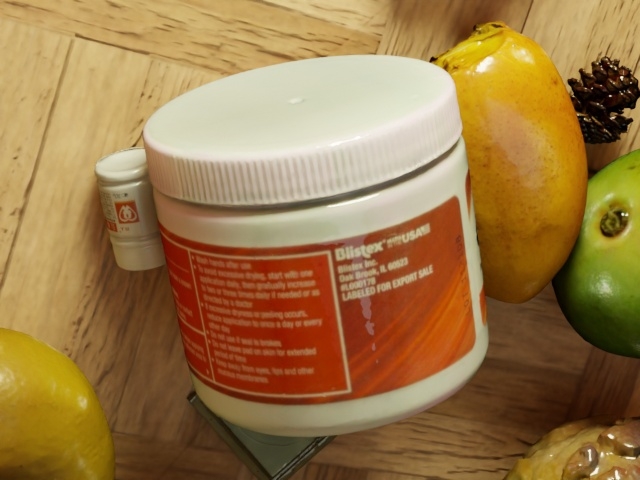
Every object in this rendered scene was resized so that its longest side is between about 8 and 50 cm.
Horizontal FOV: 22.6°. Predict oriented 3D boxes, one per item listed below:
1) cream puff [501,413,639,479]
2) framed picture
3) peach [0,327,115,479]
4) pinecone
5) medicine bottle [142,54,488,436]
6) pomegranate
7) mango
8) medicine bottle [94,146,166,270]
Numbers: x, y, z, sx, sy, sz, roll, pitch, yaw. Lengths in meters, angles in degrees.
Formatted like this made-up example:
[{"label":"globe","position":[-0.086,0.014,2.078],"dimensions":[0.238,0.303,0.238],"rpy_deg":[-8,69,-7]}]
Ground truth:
[{"label":"cream puff","position":[0.299,0.333,1.533],"dimensions":[0.343,0.231,0.327],"rpy_deg":[-32,108,-19]},{"label":"framed picture","position":[-0.008,0.123,1.474],"dimensions":[0.201,0.010,0.136],"rpy_deg":[-41,119,-6]},{"label":"peach","position":[-0.285,0.188,1.296],"dimensions":[0.251,0.153,0.251],"rpy_deg":[-9,117,-18]},{"label":"pinecone","position":[0.252,-0.127,1.462],"dimensions":[0.077,0.077,0.083],"rpy_deg":[26,80,-29]},{"label":"medicine bottle","position":[0.000,0.000,1.288],"dimensions":[0.252,0.252,0.241],"rpy_deg":[-17,113,-18]},{"label":"pomegranate","position":[0.302,0.014,1.500],"dimensions":[0.159,0.241,0.190],"rpy_deg":[-32,99,28]},{"label":"mango","position":[0.155,-0.060,1.403],"dimensions":[0.153,0.126,0.252],"rpy_deg":[-10,108,1]},{"label":"medicine bottle","position":[-0.151,-0.026,1.326],"dimensions":[0.057,0.057,0.089],"rpy_deg":[-19,116,-17]}]
